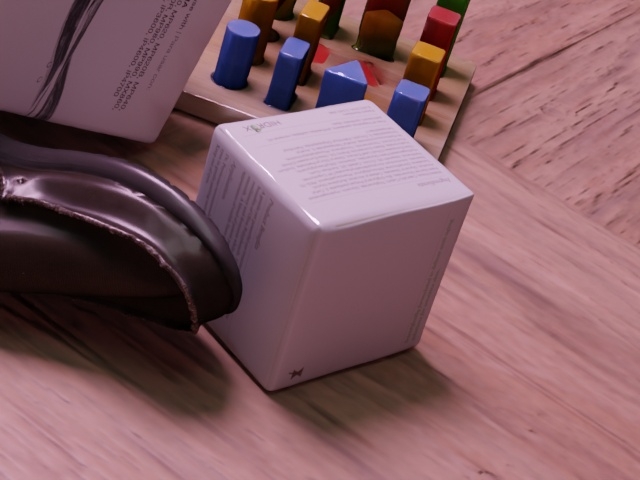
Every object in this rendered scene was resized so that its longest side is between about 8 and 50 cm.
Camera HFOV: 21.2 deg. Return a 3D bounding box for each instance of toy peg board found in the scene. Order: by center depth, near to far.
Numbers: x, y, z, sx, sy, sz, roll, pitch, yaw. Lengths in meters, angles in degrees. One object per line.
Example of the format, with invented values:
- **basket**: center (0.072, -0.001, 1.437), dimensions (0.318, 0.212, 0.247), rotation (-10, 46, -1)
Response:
- **toy peg board**: center (0.013, -0.122, 1.029), dimensions (0.161, 0.079, 0.160), rotation (20, 34, 5)

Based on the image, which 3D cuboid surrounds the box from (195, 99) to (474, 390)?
- **box**: center (0.000, 0.000, 0.828), dimensions (0.102, 0.101, 0.087), rotation (-13, 45, -37)

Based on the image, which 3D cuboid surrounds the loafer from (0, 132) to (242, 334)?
- **loafer**: center (-0.140, 0.001, 0.801), dimensions (0.220, 0.080, 0.078), rotation (19, 55, 19)

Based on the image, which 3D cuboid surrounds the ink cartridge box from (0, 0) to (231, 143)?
- **ink cartridge box**: center (-0.197, -0.157, 0.864), dimensions (0.197, 0.114, 0.273), rotation (35, 13, 26)
